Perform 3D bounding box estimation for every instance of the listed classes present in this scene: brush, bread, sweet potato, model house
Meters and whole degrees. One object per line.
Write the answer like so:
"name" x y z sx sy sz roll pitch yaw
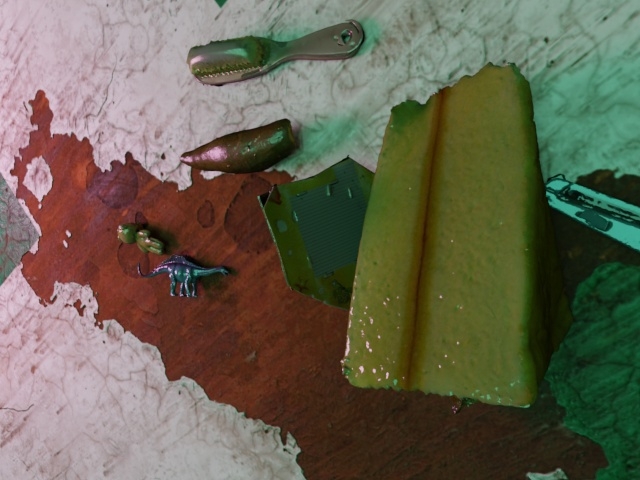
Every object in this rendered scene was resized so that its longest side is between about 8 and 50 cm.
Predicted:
"brush" -0.084 -0.299 0.774 0.312 0.067 0.072 0 97 22
"bread" 0.146 -0.027 0.603 0.233 0.244 0.362 -7 96 38
"sweet potato" -0.141 -0.142 0.818 0.243 0.077 0.077 -10 93 29
"model house" 0.000 0.000 0.759 0.136 0.207 0.220 -2 110 61

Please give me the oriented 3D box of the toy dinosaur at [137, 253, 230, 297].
"toy dinosaur" -0.259 0.066 0.917 0.197 0.045 0.080 2 85 17

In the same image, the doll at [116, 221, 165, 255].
"doll" -0.347 0.001 0.942 0.093 0.051 0.062 41 140 17

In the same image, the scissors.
"scissors" 0.460 0.012 0.590 0.392 0.032 0.180 29 108 18

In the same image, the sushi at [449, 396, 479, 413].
"sushi" 0.229 0.202 0.707 0.060 0.061 0.118 48 112 24
